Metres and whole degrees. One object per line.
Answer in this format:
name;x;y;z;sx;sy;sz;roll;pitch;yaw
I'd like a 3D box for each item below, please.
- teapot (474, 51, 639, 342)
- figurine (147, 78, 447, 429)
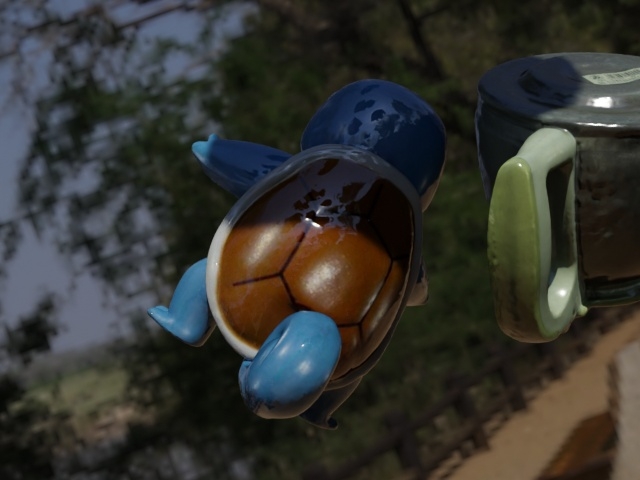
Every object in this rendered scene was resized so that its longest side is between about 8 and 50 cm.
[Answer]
teapot;0.270;-0.038;1.695;0.239;0.239;0.321;0;21;1
figurine;-0.019;0.026;1.712;0.243;0.298;0.416;-51;12;50
